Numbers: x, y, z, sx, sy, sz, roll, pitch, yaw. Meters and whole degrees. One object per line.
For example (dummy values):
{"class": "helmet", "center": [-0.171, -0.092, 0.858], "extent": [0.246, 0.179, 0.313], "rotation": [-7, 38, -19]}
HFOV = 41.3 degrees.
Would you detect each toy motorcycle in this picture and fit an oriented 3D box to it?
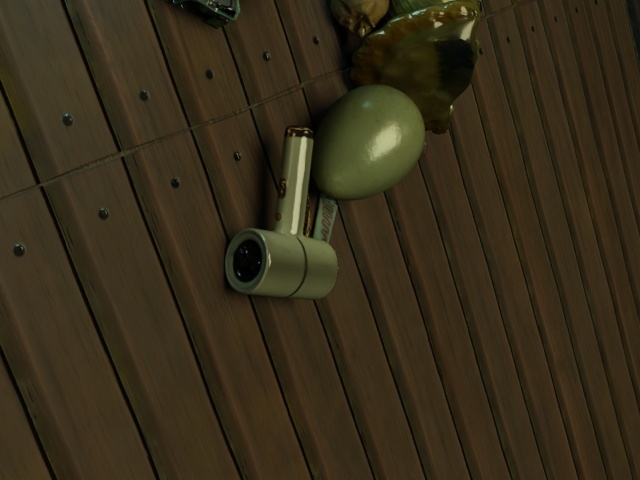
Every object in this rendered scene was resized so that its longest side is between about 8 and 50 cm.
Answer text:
{"class": "toy motorcycle", "center": [-0.223, -0.451, 1.579], "extent": [0.173, 0.100, 0.058], "rotation": [16, 73, -48]}

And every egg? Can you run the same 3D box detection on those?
{"class": "egg", "center": [0.092, -0.201, 1.805], "extent": [0.295, 0.218, 0.218], "rotation": [-47, 119, -25]}

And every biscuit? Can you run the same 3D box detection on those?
{"class": "biscuit", "center": [0.242, -0.372, 1.933], "extent": [0.335, 0.329, 0.078], "rotation": [50, 22, -40]}

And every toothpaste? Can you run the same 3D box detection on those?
{"class": "toothpaste", "center": [0.000, 0.000, 1.815], "extent": [0.056, 0.036, 0.205], "rotation": [33, 59, -38]}

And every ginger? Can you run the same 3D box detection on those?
{"class": "ginger", "center": [0.091, -0.582, 1.904], "extent": [0.152, 0.138, 0.267], "rotation": [35, 56, -45]}

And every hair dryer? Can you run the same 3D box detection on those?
{"class": "hair dryer", "center": [-0.060, -0.068, 1.665], "extent": [0.203, 0.128, 0.361], "rotation": [9, 86, -45]}

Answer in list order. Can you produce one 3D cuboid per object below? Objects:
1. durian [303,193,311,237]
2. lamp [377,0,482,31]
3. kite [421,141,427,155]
{"class": "durian", "center": [-0.046, -0.056, 1.779], "extent": [0.066, 0.052, 0.130], "rotation": [12, 77, -85]}
{"class": "lamp", "center": [0.257, -0.546, 1.974], "extent": [0.250, 0.284, 0.250], "rotation": [5, 67, -12]}
{"class": "kite", "center": [0.257, -0.251, 2.141], "extent": [0.044, 0.002, 0.078], "rotation": [13, 77, -46]}
